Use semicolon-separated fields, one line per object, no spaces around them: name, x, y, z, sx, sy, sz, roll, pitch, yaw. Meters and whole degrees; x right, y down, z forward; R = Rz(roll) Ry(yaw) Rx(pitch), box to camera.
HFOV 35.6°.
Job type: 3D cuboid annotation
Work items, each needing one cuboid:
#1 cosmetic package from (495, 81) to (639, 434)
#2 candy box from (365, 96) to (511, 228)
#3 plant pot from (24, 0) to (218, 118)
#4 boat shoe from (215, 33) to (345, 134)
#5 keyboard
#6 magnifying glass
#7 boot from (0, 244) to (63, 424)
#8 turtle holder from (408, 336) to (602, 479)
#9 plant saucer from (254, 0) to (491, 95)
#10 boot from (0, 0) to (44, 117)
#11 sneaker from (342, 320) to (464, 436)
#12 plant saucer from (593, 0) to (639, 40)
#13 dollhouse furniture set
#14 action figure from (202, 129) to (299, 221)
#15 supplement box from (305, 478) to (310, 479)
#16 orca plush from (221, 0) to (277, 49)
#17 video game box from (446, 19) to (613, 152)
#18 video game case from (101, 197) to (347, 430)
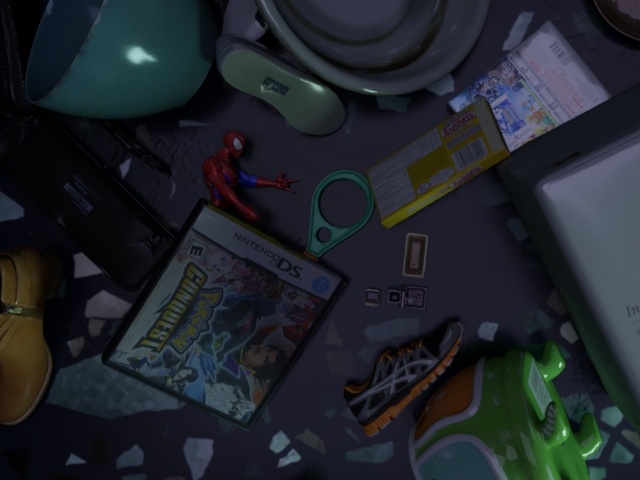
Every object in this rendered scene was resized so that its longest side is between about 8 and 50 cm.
cosmetic package;0.466;0.011;1.259;0.328;0.329;0.393;-27;98;6
candy box;0.162;-0.109;1.408;0.206;0.027;0.105;-31;46;22
plant pot;-0.260;-0.287;1.400;0.195;0.290;0.290;23;94;-30
boat shoe;-0.056;-0.229;1.424;0.228;0.081;0.079;27;118;-38
keyboard;-0.337;-0.094;1.511;0.317;0.033;0.201;44;100;2
magnifying glass;0.000;0.000;1.481;0.092;0.026;0.231;31;95;4
boot;-0.455;0.144;1.430;0.109;0.220;0.283;21;93;5
turtle holder;0.266;0.308;1.380;0.228;0.243;0.320;-22;129;20
plant saucer;0.055;-0.394;1.382;0.401;0.101;0.400;1;88;-29
boot;-0.528;-0.282;1.492;0.207;0.094;0.246;-10;82;11
sneaker;0.121;0.188;1.446;0.215;0.084;0.083;-44;82;6
plant saucer;0.480;-0.377;1.421;0.199;0.036;0.198;0;91;5
dollhouse furniture set;0.113;0.044;1.442;0.091;0.081;0.114;6;92;5
action figure;-0.125;-0.018;1.462;0.139;0.091;0.280;12;93;12
supplement box;-0.008;0.477;1.447;0.114;0.111;0.220;-35;88;5
orca plush;-0.064;-0.380;1.468;0.151;0.102;0.287;2;82;50
video game box;0.317;-0.177;1.435;0.187;0.048;0.205;-38;87;4
video game case;-0.136;0.112;1.430;0.248;0.035;0.274;30;99;-23
